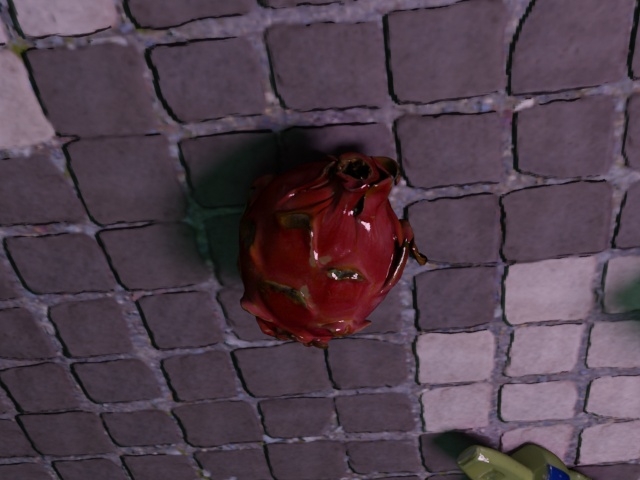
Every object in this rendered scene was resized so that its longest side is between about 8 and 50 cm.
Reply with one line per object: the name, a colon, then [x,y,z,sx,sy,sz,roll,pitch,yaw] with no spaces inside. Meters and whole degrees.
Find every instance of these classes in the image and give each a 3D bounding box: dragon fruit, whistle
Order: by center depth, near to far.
dragon fruit: [0.000,0.000,0.600,0.136,0.133,0.166,-24,149,-37]
whistle: [0.235,0.274,0.880,0.227,0.085,0.105,33,121,-27]
